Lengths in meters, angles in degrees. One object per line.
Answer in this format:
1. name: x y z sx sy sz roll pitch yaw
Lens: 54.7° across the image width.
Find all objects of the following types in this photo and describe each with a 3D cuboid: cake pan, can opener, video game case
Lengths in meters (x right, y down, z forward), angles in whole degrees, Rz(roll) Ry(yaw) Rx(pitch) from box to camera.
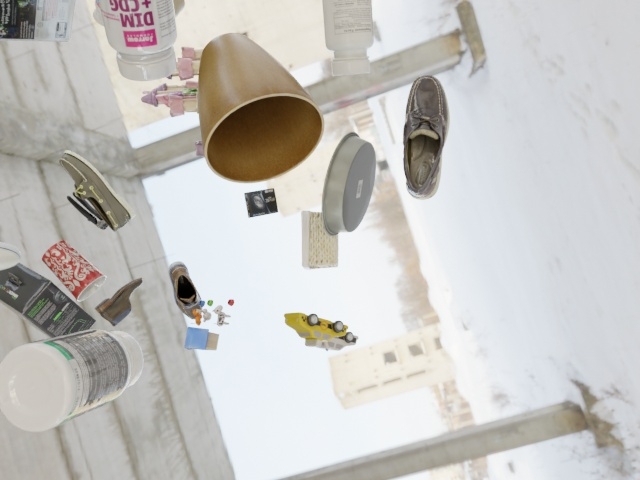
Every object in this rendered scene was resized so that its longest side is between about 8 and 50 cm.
1. cake pan: 0.084 -0.149 1.694 0.293 0.054 0.292 14 -90 -70
2. can opener: -0.804 -0.102 2.146 0.186 0.059 0.073 44 -176 -44
3. video game case: -0.601 -0.485 1.280 0.190 0.173 0.022 -46 60 53

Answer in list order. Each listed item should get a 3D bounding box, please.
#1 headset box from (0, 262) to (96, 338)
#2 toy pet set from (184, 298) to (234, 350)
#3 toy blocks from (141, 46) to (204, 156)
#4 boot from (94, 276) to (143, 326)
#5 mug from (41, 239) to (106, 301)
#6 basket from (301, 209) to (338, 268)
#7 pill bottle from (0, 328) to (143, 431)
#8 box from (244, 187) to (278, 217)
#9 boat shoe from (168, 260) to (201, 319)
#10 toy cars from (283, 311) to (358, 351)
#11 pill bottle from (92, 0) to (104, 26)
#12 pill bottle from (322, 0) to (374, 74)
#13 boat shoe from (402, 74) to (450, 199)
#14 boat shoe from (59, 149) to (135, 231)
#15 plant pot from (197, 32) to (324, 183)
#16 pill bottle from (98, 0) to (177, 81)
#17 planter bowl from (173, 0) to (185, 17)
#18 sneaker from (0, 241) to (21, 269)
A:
1. headset box: -0.914 0.199 1.994 0.131 0.247 0.283 -56 -33 -22
2. toy pet set: -0.246 0.169 1.269 0.065 0.122 0.114 22 -112 -40
3. toy blocks: -0.429 -0.427 1.924 0.288 0.260 0.308 -110 16 -63
4. boot: -0.784 0.245 2.481 0.106 0.219 0.082 57 153 -13
5. mug: -0.761 0.094 1.910 0.169 0.113 0.150 44 163 3
6. basket: 0.000 0.000 1.804 0.113 0.103 0.167 60 -152 -81
7. pill bottle: -0.609 0.333 1.556 0.361 0.204 0.204 2 -110 -77
8. box: -0.153 -0.098 1.605 0.018 0.083 0.067 -2 98 55
9. boat shoe: -0.353 0.145 1.623 0.066 0.066 0.183 51 161 54
10. toy cars: 0.004 0.295 1.888 0.393 0.177 0.087 55 -137 -69
11. pill bottle: -0.591 -0.692 1.772 0.087 0.160 0.087 26 -137 -26
12. pill bottle: 0.075 -0.559 1.638 0.131 0.131 0.229 -77 -17 -74
13. boat shoe: 0.235 -0.235 1.385 0.092 0.103 0.284 6 -90 -80
14. boat shoe: -0.746 -0.161 2.033 0.305 0.109 0.091 51 -120 -25
15. plant pot: -0.147 -0.286 1.226 0.254 0.237 0.237 66 -175 28
16. pill bottle: -0.409 -0.516 1.387 0.160 0.161 0.282 -98 7 -49
17. planter bowl: -0.514 -0.723 1.896 0.109 0.162 0.162 -65 -25 -17
18. sneaker: -0.877 0.064 1.532 0.258 0.094 0.091 -5 -136 -40
